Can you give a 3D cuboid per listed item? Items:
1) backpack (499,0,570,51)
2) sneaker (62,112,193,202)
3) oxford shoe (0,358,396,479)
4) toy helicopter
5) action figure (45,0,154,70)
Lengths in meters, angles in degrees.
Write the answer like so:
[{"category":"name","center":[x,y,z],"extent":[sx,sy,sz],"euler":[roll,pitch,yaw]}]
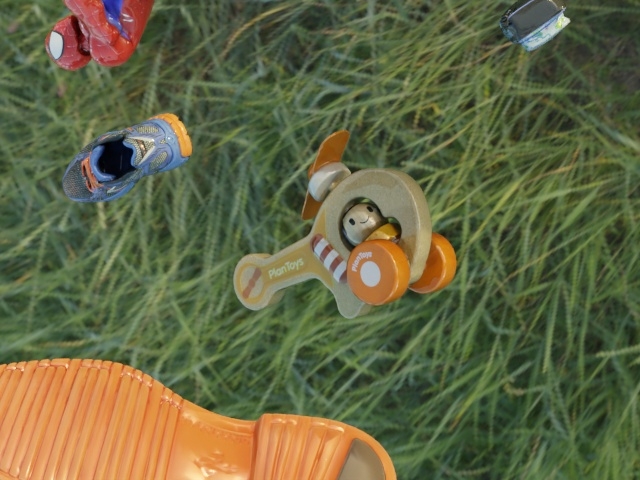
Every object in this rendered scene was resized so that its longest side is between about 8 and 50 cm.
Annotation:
[{"category":"backpack","center":[0.350,-0.363,1.771],"extent":[0.105,0.114,0.084],"euler":[-36,100,7]},{"category":"sneaker","center":[-0.255,-0.097,1.311],"extent":[0.221,0.087,0.083],"euler":[-23,90,43]},{"category":"oxford shoe","center":[-0.127,0.195,0.877],"extent":[0.363,0.130,0.133],"euler":[15,148,2]},{"category":"toy helicopter","center":[0.000,0.000,1.475],"extent":[0.355,0.140,0.235],"euler":[-24,81,40]},{"category":"action figure","center":[-0.121,-0.203,0.633],"extent":[0.139,0.092,0.280],"euler":[29,135,-21]}]
